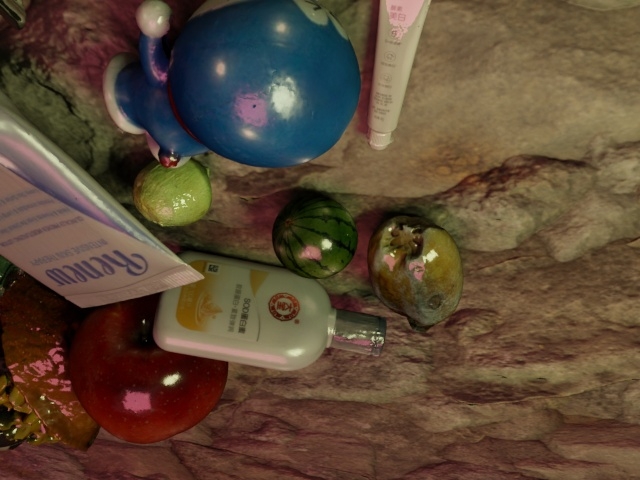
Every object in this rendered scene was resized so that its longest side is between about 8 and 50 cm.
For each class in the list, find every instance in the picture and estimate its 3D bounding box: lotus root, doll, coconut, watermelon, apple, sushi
[{"bbox_3d":[0.117,0.047,0.909,0.113,0.088,0.192,13,147,25],"label":"lotus root"},{"bbox_3d":[-0.080,-0.140,0.686,0.257,0.161,0.215,1,158,40],"label":"doll"},{"bbox_3d":[-0.162,-0.057,0.851,0.088,0.096,0.087,37,144,33],"label":"coconut"},{"bbox_3d":[-0.003,0.000,0.869,0.109,0.109,0.109,7,143,5],"label":"watermelon"},{"bbox_3d":[-0.237,0.171,1.053,0.218,0.218,0.201,8,151,4],"label":"apple"},{"bbox_3d":[-0.412,0.196,1.154,0.179,0.166,0.296,-10,132,7],"label":"sushi"}]

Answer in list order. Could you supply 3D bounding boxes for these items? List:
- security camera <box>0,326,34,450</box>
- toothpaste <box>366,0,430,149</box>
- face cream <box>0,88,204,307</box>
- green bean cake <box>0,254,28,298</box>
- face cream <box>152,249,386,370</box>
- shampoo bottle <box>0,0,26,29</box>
[{"bbox_3d":[-0.570,0.277,1.309,0.191,0.197,0.277,17,150,-23],"label":"security camera"},{"bbox_3d":[0.066,-0.161,0.702,0.048,0.031,0.190,12,140,4],"label":"toothpaste"},{"bbox_3d":[-0.345,-0.061,0.838,0.235,0.137,0.420,-15,134,33],"label":"face cream"},{"bbox_3d":[-0.465,0.045,0.960,0.193,0.208,0.107,32,141,-22],"label":"green bean cake"},{"bbox_3d":[-0.061,0.100,0.973,0.291,0.143,0.071,13,148,-5],"label":"face cream"},{"bbox_3d":[-0.184,-0.253,0.613,0.284,0.071,0.153,-10,151,30],"label":"shampoo bottle"}]
